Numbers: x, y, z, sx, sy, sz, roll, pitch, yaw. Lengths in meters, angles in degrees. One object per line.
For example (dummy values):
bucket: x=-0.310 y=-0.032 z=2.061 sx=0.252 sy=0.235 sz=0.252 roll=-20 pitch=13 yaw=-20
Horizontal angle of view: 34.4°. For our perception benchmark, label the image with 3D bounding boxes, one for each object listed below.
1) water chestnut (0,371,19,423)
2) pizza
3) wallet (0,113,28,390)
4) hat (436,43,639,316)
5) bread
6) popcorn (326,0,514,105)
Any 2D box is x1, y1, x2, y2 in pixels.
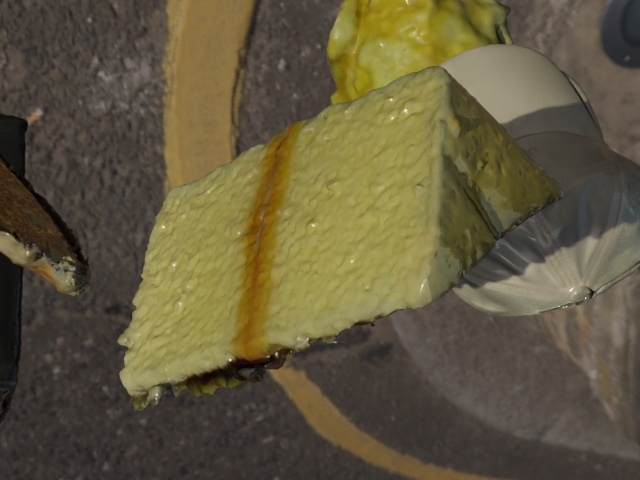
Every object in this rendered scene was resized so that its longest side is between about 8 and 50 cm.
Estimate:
water chestnut: x=-0.490 y=0.128 z=1.242 sx=0.300 sy=0.300 sz=0.300 roll=-13 pitch=131 yaw=-15
pizza: x=-0.254 y=-0.026 z=0.694 sx=0.052 sy=0.185 sz=0.195 roll=-52 pitch=156 yaw=10
wallet: x=-0.405 y=0.001 z=0.831 sx=0.322 sy=0.247 sz=0.041 roll=2 pitch=163 yaw=-17
hat: x=0.178 y=-0.063 z=0.924 sx=0.219 sy=0.164 sz=0.226 roll=-28 pitch=101 yaw=9
bread: x=0.000 y=0.000 z=0.618 sx=0.266 sy=0.142 sz=0.178 roll=-18 pitch=176 yaw=41
popcorn: x=0.125 y=-0.169 z=1.117 sx=0.215 sy=0.252 sz=0.286 roll=-13 pitch=131 yaw=26
